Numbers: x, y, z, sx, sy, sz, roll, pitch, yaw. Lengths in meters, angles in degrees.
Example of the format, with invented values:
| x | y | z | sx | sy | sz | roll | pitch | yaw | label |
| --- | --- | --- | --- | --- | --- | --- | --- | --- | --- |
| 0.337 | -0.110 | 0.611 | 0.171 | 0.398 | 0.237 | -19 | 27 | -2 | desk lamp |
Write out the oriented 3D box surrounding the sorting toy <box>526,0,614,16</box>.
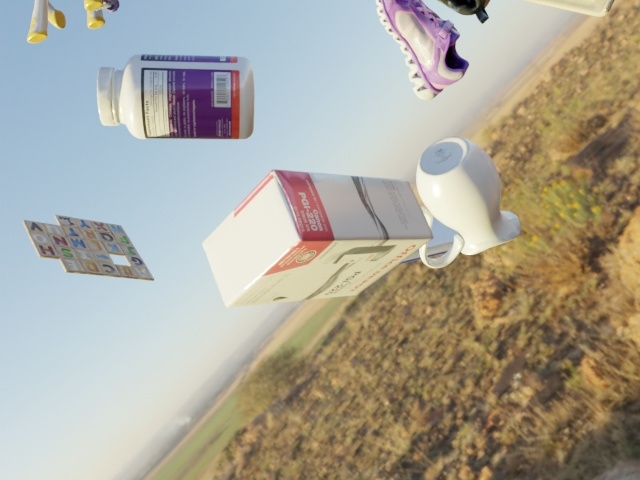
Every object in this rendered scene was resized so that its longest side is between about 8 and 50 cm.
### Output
| x | y | z | sx | sy | sz | roll | pitch | yaw | label |
| --- | --- | --- | --- | --- | --- | --- | --- | --- | --- |
| 0.388 | -0.449 | 1.044 | 0.038 | 0.208 | 0.193 | 17 | -78 | -43 | sorting toy |

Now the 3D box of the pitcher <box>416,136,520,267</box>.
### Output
| x | y | z | sx | sy | sz | roll | pitch | yaw | label |
| --- | --- | --- | --- | --- | --- | --- | --- | --- | --- |
| 0.216 | -0.053 | 1.123 | 0.178 | 0.207 | 0.125 | -35 | 40 | 3 | pitcher |

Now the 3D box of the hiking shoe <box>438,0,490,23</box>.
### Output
| x | y | z | sx | sy | sz | roll | pitch | yaw | label |
| --- | --- | --- | --- | --- | --- | --- | --- | --- | --- |
| 0.115 | -0.340 | 0.767 | 0.086 | 0.227 | 0.114 | -45 | 17 | 27 | hiking shoe |

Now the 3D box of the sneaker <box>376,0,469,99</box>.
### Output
| x | y | z | sx | sy | sz | roll | pitch | yaw | label |
| --- | --- | --- | --- | --- | --- | --- | --- | --- | --- |
| 0.181 | -0.359 | 1.178 | 0.105 | 0.236 | 0.095 | -8 | 33 | 43 | sneaker |

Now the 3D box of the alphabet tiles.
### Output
| x | y | z | sx | sy | sz | roll | pitch | yaw | label |
| --- | --- | --- | --- | --- | --- | --- | --- | --- | --- |
| -0.480 | 0.010 | 1.418 | 0.237 | 0.198 | 0.009 | 11 | -61 | -46 | alphabet tiles |

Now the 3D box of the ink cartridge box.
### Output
| x | y | z | sx | sy | sz | roll | pitch | yaw | label |
| --- | --- | --- | --- | --- | --- | --- | --- | --- | --- |
| 0.000 | 0.000 | 0.809 | 0.218 | 0.092 | 0.158 | -3 | -28 | -44 | ink cartridge box |

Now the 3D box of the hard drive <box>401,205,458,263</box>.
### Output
| x | y | z | sx | sy | sz | roll | pitch | yaw | label |
| --- | --- | --- | --- | --- | --- | --- | --- | --- | --- |
| 0.234 | -0.018 | 1.757 | 0.319 | 0.040 | 0.210 | -12 | 29 | -22 | hard drive |

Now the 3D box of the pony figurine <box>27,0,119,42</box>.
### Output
| x | y | z | sx | sy | sz | roll | pitch | yaw | label |
| --- | --- | --- | --- | --- | --- | --- | --- | --- | --- |
| -0.595 | -0.688 | 1.612 | 0.351 | 0.363 | 0.303 | -19 | -4 | 23 | pony figurine |

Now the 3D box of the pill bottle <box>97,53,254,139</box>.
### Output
| x | y | z | sx | sy | sz | roll | pitch | yaw | label |
| --- | --- | --- | --- | --- | --- | --- | --- | --- | --- |
| -0.306 | -0.310 | 1.495 | 0.181 | 0.323 | 0.181 | 179 | 90 | -83 | pill bottle |
